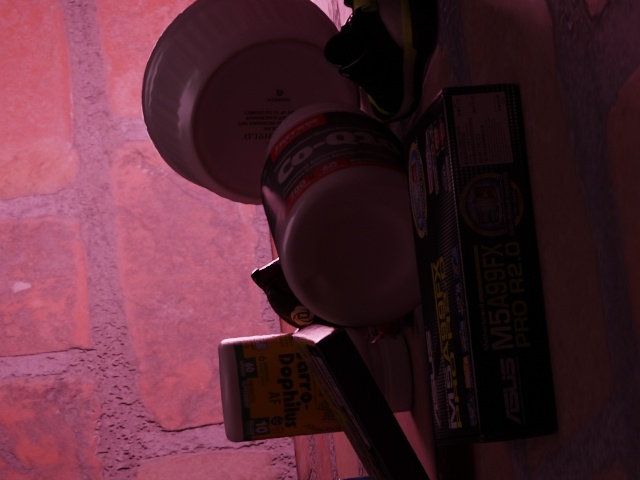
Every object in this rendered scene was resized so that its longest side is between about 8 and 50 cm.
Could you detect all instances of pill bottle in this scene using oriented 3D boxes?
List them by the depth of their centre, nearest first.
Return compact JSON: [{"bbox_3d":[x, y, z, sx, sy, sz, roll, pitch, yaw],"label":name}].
[{"bbox_3d":[0.024,-0.038,1.870,0.283,0.161,0.161,-112,18,-68],"label":"pill bottle"},{"bbox_3d":[-0.006,0.159,2.093,0.117,0.208,0.117,175,90,-84],"label":"pill bottle"}]

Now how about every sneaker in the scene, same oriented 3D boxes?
[{"bbox_3d":[0.049,-0.187,1.810,0.234,0.097,0.084,99,165,-66],"label":"sneaker"},{"bbox_3d":[0.000,0.000,2.116,0.106,0.163,0.281,-113,19,-71],"label":"sneaker"}]

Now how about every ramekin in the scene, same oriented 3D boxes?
[{"bbox_3d":[-0.074,-0.168,2.280,0.127,0.273,0.273,-131,34,-59],"label":"ramekin"}]

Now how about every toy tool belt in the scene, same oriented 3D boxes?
[{"bbox_3d":[0.080,0.080,2.032,0.051,0.052,0.083,47,-152,-44],"label":"toy tool belt"}]

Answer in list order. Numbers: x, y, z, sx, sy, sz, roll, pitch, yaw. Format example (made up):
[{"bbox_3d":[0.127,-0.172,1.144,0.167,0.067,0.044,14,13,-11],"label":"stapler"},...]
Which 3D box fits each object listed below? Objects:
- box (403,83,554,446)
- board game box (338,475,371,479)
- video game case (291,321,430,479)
[{"bbox_3d":[0.122,0.027,1.490,0.216,0.060,0.270,134,131,-81],"label":"box"},{"bbox_3d":[0.083,0.477,2.106,0.302,0.086,0.308,-103,10,-54],"label":"board game box"},{"bbox_3d":[0.062,0.207,1.838,0.275,0.035,0.248,60,174,-2],"label":"video game case"}]
